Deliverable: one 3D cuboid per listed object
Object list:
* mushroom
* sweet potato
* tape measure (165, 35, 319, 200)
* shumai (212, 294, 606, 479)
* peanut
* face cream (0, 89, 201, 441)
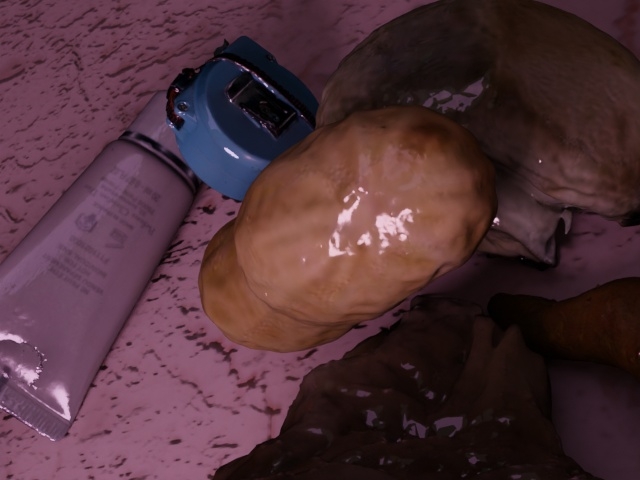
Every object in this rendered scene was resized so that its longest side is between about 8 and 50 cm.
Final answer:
[{"bbox_3d":[0.122,-0.103,0.931,0.267,0.164,0.190,15,67,38],"label":"mushroom"},{"bbox_3d":[0.215,0.086,0.762,0.108,0.079,0.346,-63,35,13],"label":"sweet potato"},{"bbox_3d":[-0.063,-0.098,1.060,0.081,0.146,0.125,-48,3,45],"label":"tape measure"},{"bbox_3d":[0.067,0.188,0.783,0.345,0.217,0.283,-6,21,12],"label":"shumai"},{"bbox_3d":[0.000,0.000,0.874,0.319,0.147,0.148,-31,35,56],"label":"peanut"},{"bbox_3d":[-0.197,0.008,1.085,0.143,0.089,0.314,34,71,0],"label":"face cream"}]
